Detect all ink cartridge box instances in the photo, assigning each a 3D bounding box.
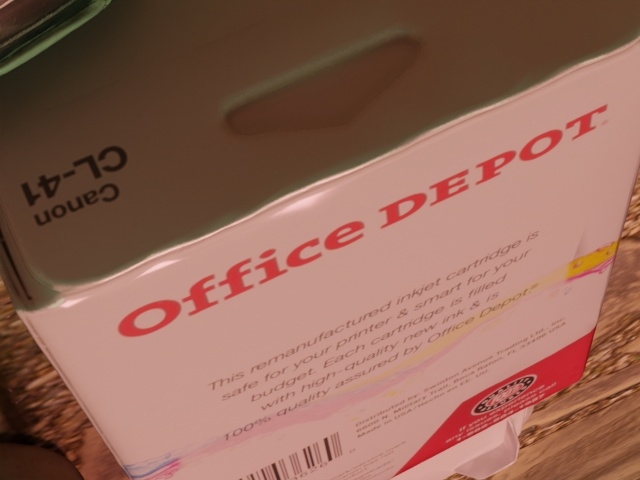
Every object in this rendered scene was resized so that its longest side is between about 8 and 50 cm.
[{"bbox_3d":[0.000,0.000,0.552,0.226,0.131,0.306,-24,152,-9],"label":"ink cartridge box"}]

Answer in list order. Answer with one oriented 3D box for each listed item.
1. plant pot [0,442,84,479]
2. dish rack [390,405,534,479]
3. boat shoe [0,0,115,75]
[{"bbox_3d":[-0.175,0.287,0.682,0.334,0.305,0.334,-24,153,-13],"label":"plant pot"},{"bbox_3d":[0.030,0.115,0.852,0.285,0.072,0.333,-24,152,-9],"label":"dish rack"},{"bbox_3d":[-0.150,-0.047,0.381,0.219,0.078,0.070,-28,152,-7],"label":"boat shoe"}]
